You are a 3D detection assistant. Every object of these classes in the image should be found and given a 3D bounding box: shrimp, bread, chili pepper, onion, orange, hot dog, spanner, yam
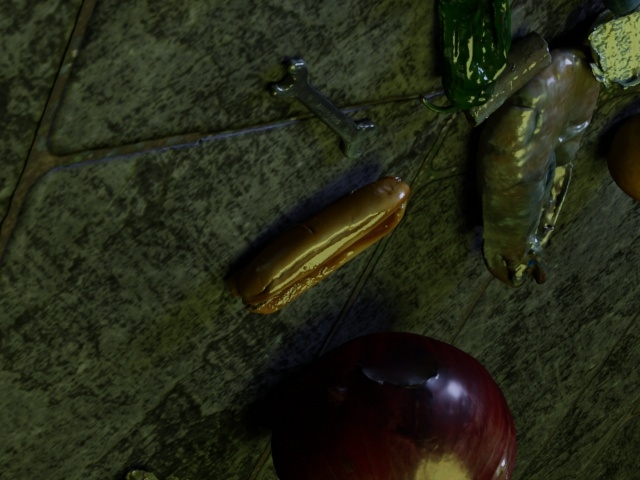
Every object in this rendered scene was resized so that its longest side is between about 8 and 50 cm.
[{"bbox_3d":[0.288,-0.092,2.117,0.221,0.110,0.445,-38,151,-29],"label":"shrimp"},{"bbox_3d":[0.399,-0.264,2.001,0.156,0.110,0.103,-12,119,-9],"label":"bread"},{"bbox_3d":[0.171,-0.232,1.768,0.100,0.074,0.257,-31,147,-16],"label":"chili pepper"},{"bbox_3d":[0.096,0.275,2.145,0.341,0.341,0.341,-33,152,-20],"label":"onion"},{"bbox_3d":[0.503,-0.125,2.300,0.154,0.155,0.134,85,22,-58],"label":"orange"},{"bbox_3d":[0.000,0.000,1.876,0.249,0.068,0.100,-34,163,-11],"label":"hot dog"},{"bbox_3d":[0.006,-0.144,1.727,0.054,0.015,0.254,-43,154,6],"label":"spanner"},{"bbox_3d":[0.221,-0.198,1.902,0.132,0.054,0.054,-40,154,-10],"label":"yam"}]

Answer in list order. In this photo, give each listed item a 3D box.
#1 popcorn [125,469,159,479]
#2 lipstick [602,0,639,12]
[{"bbox_3d":[-0.241,0.341,2.066,0.083,0.059,0.068,-12,142,-33],"label":"popcorn"},{"bbox_3d":[0.336,-0.343,1.845,0.053,0.053,0.234,-44,152,3],"label":"lipstick"}]
